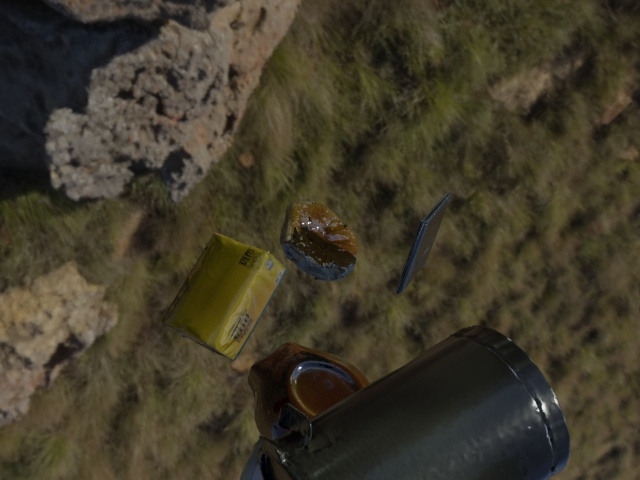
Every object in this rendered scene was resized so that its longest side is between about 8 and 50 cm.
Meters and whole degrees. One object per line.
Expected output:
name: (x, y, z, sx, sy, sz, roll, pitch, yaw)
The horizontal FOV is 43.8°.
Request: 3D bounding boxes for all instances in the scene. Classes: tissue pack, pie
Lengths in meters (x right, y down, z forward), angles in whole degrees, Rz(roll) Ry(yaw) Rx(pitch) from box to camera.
tissue pack: (-0.147, 0.083, 1.212, 0.169, 0.120, 0.082, -60, 146, -16)
pie: (0.000, 0.000, 1.617, 0.195, 0.195, 0.046, 6, 143, -39)

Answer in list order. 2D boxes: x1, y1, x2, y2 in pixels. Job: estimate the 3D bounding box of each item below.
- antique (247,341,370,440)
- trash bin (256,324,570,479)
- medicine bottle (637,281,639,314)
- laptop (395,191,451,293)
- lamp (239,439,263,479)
antique: (-0.007, 0.306, 1.456, 0.223, 0.278, 0.129, -27, 155, -33)
trash bin: (0.104, 0.253, 0.907, 0.301, 0.203, 0.252, -25, 101, -23)
medicine bottle: (0.620, 0.135, 1.434, 0.080, 0.130, 0.080, -1, 152, 0)
laptop: (0.193, 0.006, 1.489, 0.129, 0.016, 0.180, -44, 155, -47)
lamp: (-0.089, 0.438, 1.570, 0.246, 0.107, 0.179, -65, 164, -12)
